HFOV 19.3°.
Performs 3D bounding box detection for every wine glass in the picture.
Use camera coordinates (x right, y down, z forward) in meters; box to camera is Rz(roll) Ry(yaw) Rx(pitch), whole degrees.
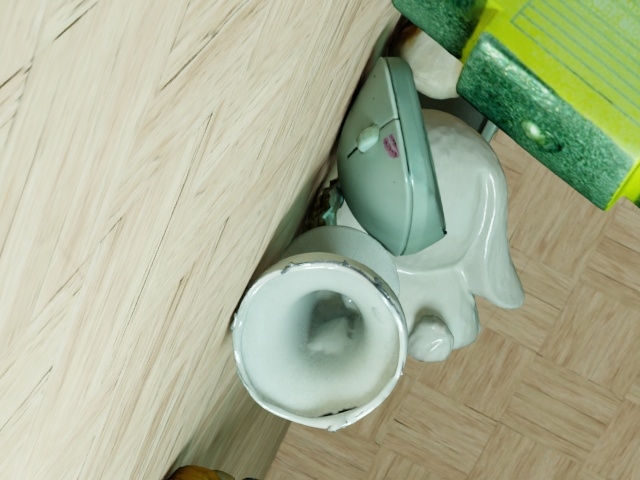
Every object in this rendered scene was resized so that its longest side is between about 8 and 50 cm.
[{"bbox_3d":[0.009,0.072,1.772,0.165,0.165,0.196,-64,179,15],"label":"wine glass"}]

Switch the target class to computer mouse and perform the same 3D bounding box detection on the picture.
[{"bbox_3d":[0.062,-0.073,1.824,0.288,0.097,0.159,57,23,-76],"label":"computer mouse"}]

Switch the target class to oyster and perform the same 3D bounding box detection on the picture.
[{"bbox_3d":[0.000,0.000,1.955,0.122,0.045,0.146,-59,168,-14],"label":"oyster"}]

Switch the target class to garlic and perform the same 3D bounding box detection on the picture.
[{"bbox_3d":[0.133,-0.215,1.897,0.128,0.090,0.198,-63,172,27],"label":"garlic"}]

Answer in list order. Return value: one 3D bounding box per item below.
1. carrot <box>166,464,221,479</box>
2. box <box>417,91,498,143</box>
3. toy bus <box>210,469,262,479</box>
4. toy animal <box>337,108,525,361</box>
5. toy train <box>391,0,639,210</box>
[{"bbox_3d":[-0.157,0.295,1.740,0.066,0.066,0.314,-65,175,22],"label":"carrot"},{"bbox_3d":[0.195,-0.237,2.301,0.163,0.135,0.243,-59,176,-31],"label":"box"},{"bbox_3d":[-0.032,0.409,2.038,0.177,0.365,0.202,-65,164,16],"label":"toy bus"},{"bbox_3d":[0.112,-0.015,2.117,0.206,0.271,0.265,-120,-140,-65],"label":"toy animal"},{"bbox_3d":[0.268,-0.179,1.619,0.272,0.442,0.179,-48,172,-17],"label":"toy train"}]
